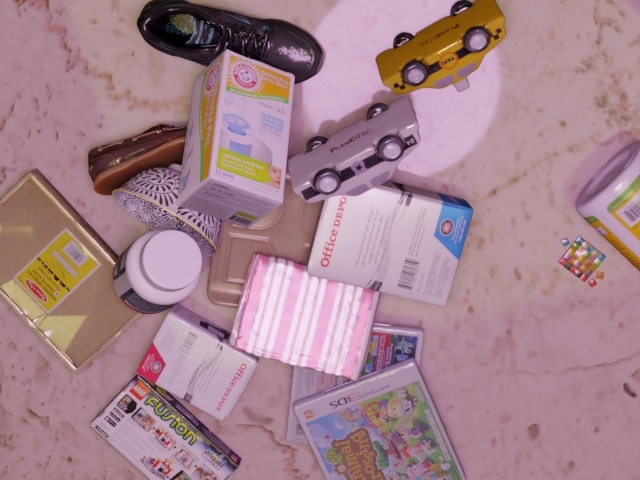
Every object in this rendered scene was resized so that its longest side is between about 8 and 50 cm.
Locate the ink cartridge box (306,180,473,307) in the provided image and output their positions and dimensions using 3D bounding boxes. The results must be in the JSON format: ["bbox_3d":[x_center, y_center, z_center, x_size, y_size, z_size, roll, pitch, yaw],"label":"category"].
[{"bbox_3d":[0.094,-0.006,1.709,0.203,0.086,0.148,15,103,-5],"label":"ink cartridge box"}]

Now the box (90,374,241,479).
[{"bbox_3d":[-0.233,0.305,1.844,0.207,0.036,0.114,44,100,-5],"label":"box"}]

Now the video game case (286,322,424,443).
[{"bbox_3d":[0.049,0.214,1.800,0.184,0.023,0.201,6,107,0],"label":"video game case"}]

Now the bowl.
[{"bbox_3d":[-0.200,-0.056,1.715,0.170,0.170,0.080,30,75,-2],"label":"bowl"}]

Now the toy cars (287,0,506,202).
[{"bbox_3d":[0.116,-0.178,1.645,0.393,0.176,0.087,-51,126,-22],"label":"toy cars"}]

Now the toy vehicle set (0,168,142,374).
[{"bbox_3d":[-0.391,0.047,1.806,0.166,0.035,0.267,-41,96,10],"label":"toy vehicle set"}]

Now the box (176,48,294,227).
[{"bbox_3d":[-0.114,-0.138,1.655,0.114,0.103,0.203,19,62,-26],"label":"box"}]

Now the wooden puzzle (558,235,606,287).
[{"bbox_3d":[0.380,0.028,1.766,0.083,0.006,0.049,37,101,-3],"label":"wooden puzzle"}]

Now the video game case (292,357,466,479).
[{"bbox_3d":[0.088,0.298,1.801,0.193,0.023,0.212,-22,106,8],"label":"video game case"}]

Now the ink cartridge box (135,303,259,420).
[{"bbox_3d":[-0.179,0.180,1.803,0.150,0.063,0.109,30,101,-3],"label":"ink cartridge box"}]

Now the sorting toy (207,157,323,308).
[{"bbox_3d":[0.000,0.000,1.775,0.307,0.041,0.229,8,104,-4],"label":"sorting toy"}]

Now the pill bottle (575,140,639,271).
[{"bbox_3d":[0.485,-0.010,1.687,0.246,0.136,0.136,43,100,-5],"label":"pill bottle"}]

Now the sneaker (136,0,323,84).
[{"bbox_3d":[-0.129,-0.270,1.696,0.267,0.106,0.101,12,100,0],"label":"sneaker"}]

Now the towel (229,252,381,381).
[{"bbox_3d":[-0.020,0.110,1.748,0.197,0.029,0.144,15,87,-3],"label":"towel"}]

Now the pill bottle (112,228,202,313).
[{"bbox_3d":[-0.225,0.041,1.706,0.108,0.180,0.107,3,79,-19],"label":"pill bottle"}]

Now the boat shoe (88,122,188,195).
[{"bbox_3d":[-0.236,-0.133,1.746,0.207,0.073,0.073,-17,59,1],"label":"boat shoe"}]
